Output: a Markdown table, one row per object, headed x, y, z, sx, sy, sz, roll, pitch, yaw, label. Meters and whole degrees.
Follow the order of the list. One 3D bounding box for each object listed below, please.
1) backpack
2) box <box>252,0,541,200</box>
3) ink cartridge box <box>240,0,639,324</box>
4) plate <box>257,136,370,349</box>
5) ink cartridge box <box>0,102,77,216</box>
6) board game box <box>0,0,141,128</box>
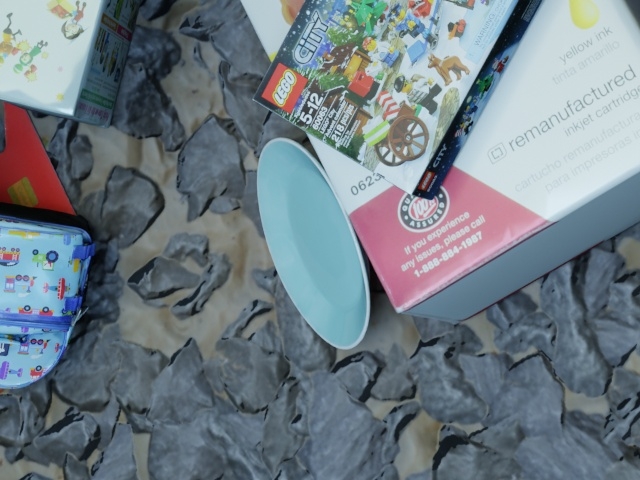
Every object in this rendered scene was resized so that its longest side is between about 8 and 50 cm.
| x | y | z | sx | sy | sz | roll | pitch | yaw | label |
| --- | --- | --- | --- | --- | --- | --- | --- | --- | --- |
| -0.288 | 0.056 | 1.750 | 0.158 | 0.117 | 0.173 | 11 | 100 | -15 | backpack |
| 0.070 | -0.170 | 1.489 | 0.159 | 0.044 | 0.233 | 32 | 99 | 24 | box |
| 0.115 | -0.166 | 1.583 | 0.279 | 0.160 | 0.384 | -32 | 73 | 19 | ink cartridge box |
| 0.000 | 0.000 | 1.639 | 0.024 | 0.188 | 0.188 | -21 | 72 | -22 | plate |
| -0.402 | -0.076 | 1.866 | 0.261 | 0.066 | 0.296 | -33 | 73 | 19 | ink cartridge box |
| -0.204 | -0.257 | 1.698 | 0.097 | 0.224 | 0.303 | 14 | 90 | 1 | board game box |
